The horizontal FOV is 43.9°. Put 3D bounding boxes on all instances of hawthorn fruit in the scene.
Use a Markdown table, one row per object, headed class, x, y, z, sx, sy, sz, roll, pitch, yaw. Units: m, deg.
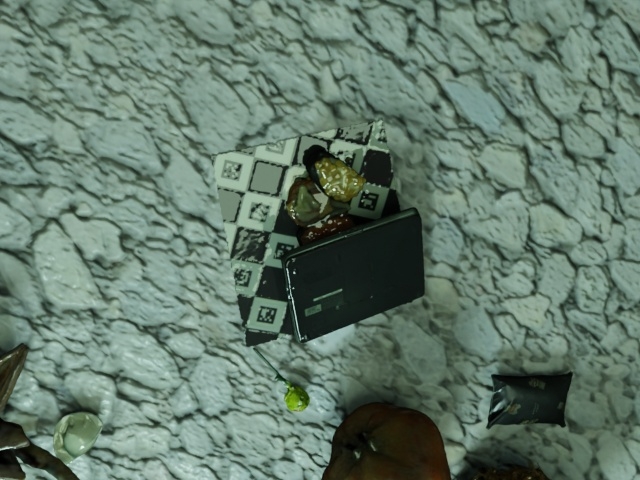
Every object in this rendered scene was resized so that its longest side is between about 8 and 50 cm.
| class | x | y | z | sx | sy | sz | roll | pitch | yaw |
| --- | --- | --- | --- | --- | --- | --- | --- | --- | --- |
| hawthorn fruit | 0.115 | 0.361 | 1.180 | 0.199 | 0.199 | 0.251 | -38 | 125 | 1 |

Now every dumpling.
| class | x | y | z | sx | sy | sz | roll | pitch | yaw |
| --- | --- | --- | --- | --- | --- | --- | --- | --- | --- |
| dumpling | -0.346 | 0.273 | 1.121 | 0.059 | 0.043 | 0.077 | 37 | 113 | -4 |

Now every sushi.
| class | x | y | z | sx | sy | sz | roll | pitch | yaw |
| --- | --- | --- | --- | --- | --- | --- | --- | --- | --- |
| sushi | 0.000 | 0.000 | 1.103 | 0.264 | 0.050 | 0.289 | -13 | 111 | -8 |

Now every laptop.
| class | x | y | z | sx | sy | sz | roll | pitch | yaw |
| --- | --- | --- | --- | --- | --- | --- | --- | --- | --- |
| laptop | 0.051 | 0.048 | 1.093 | 0.207 | 0.026 | 0.153 | -19 | 127 | -18 |

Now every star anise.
| class | x | y | z | sx | sy | sz | roll | pitch | yaw |
| --- | --- | --- | --- | --- | --- | --- | --- | --- | --- |
| star anise | -0.484 | 0.265 | 1.053 | 0.350 | 0.109 | 0.292 | -1 | 113 | -3 |

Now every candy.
| class | x | y | z | sx | sy | sz | roll | pitch | yaw |
| --- | --- | --- | --- | --- | --- | --- | --- | --- | --- |
| candy | -0.060 | 0.203 | 1.168 | 0.035 | 0.035 | 0.123 | -27 | 108 | 40 |

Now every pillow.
| class | x | y | z | sx | sy | sz | roll | pitch | yaw |
| --- | --- | --- | --- | --- | --- | --- | --- | --- | --- |
| pillow | 0.330 | 0.254 | 1.260 | 0.150 | 0.048 | 0.090 | 1 | 116 | -17 |

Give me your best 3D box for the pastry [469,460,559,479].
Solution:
| class | x | y | z | sx | sy | sz | roll | pitch | yaw |
| --- | --- | --- | --- | --- | --- | --- | --- | --- | --- |
| pastry | 0.322 | 0.471 | 1.270 | 0.275 | 0.193 | 0.274 | 6 | 119 | 10 |
